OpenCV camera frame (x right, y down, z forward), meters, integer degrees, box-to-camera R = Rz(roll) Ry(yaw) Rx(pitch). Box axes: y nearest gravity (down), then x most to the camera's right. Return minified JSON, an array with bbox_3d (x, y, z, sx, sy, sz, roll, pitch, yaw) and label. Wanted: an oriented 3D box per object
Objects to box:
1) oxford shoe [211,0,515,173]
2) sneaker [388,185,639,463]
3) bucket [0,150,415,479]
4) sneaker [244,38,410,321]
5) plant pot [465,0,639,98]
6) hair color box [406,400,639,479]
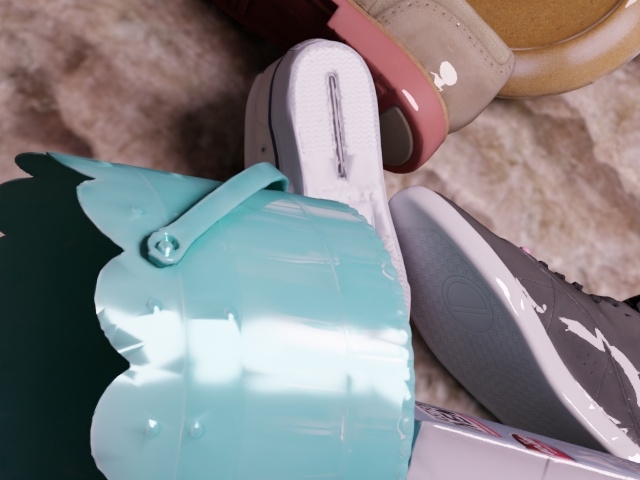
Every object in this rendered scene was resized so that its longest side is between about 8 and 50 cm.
[{"bbox_3d":[-0.006,-0.210,1.158,0.130,0.123,0.348,-36,86,-27],"label":"oxford shoe"},{"bbox_3d":[0.174,0.056,1.113,0.295,0.104,0.147,48,59,0],"label":"sneaker"},{"bbox_3d":[-0.084,0.085,0.915,0.183,0.281,0.281,5,64,-27],"label":"bucket"},{"bbox_3d":[0.000,0.000,1.086,0.094,0.091,0.258,1,87,-23],"label":"sneaker"},{"bbox_3d":[0.148,-0.220,1.196,0.236,0.032,0.236,-2,80,14],"label":"plant pot"},{"bbox_3d":[0.193,0.232,0.987,0.375,0.113,0.185,16,91,-12],"label":"hair color box"}]
